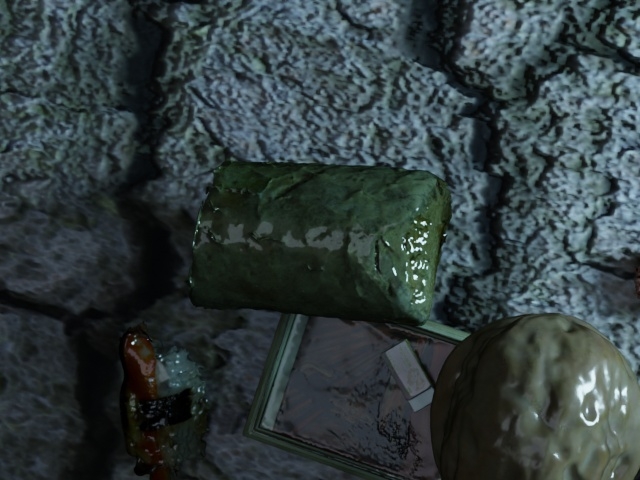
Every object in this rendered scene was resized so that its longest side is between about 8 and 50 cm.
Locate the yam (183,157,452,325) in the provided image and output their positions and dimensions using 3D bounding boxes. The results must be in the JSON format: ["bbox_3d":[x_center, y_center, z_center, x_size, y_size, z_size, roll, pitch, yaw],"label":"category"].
[{"bbox_3d":[0.000,0.000,1.795,0.300,0.195,0.195,4,90,8],"label":"yam"}]

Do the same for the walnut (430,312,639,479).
[{"bbox_3d":[0.242,0.212,1.725,0.227,0.273,0.273,17,92,-14],"label":"walnut"}]

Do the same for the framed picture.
[{"bbox_3d":[0.061,0.184,1.873,0.273,0.016,0.216,18,91,8],"label":"framed picture"}]

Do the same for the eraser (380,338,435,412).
[{"bbox_3d":[0.109,0.164,1.847,0.038,0.019,0.083,-31,85,5],"label":"eraser"}]

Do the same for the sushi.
[{"bbox_3d":[-0.190,0.206,1.870,0.103,0.097,0.226,0,104,14],"label":"sushi"}]

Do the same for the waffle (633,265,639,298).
[{"bbox_3d":[0.413,0.052,1.817,0.075,0.029,0.083,-8,91,7],"label":"waffle"}]

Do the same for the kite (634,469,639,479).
[{"bbox_3d":[0.466,0.332,1.761,0.377,0.013,0.327,-10,68,10],"label":"kite"}]
